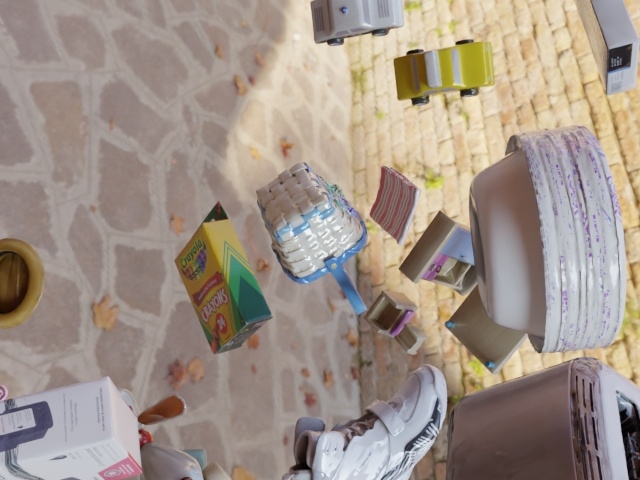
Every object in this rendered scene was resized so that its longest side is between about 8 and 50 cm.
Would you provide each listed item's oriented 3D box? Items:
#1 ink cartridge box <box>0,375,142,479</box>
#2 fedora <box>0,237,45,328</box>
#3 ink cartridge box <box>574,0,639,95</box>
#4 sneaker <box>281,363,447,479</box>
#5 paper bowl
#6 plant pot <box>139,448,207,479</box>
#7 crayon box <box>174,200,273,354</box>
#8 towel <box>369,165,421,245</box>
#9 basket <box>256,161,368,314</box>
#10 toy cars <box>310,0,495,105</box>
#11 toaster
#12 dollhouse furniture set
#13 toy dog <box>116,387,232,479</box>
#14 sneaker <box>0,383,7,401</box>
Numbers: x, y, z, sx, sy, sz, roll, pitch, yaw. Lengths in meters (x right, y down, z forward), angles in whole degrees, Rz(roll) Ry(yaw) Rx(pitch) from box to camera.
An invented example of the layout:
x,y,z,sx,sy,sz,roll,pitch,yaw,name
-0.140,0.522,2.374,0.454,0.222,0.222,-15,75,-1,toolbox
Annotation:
x,y,z,sx,sy,sz,roll,pitch,yaw,name
-0.397,0.295,1.060,0.172,0.237,0.100,87,-10,-57,ink cartridge box
-0.666,0.094,1.595,0.079,0.195,0.194,40,35,-79,fedora
0.559,-0.474,1.480,0.165,0.065,0.332,48,32,-60,ink cartridge box
0.086,0.368,1.414,0.210,0.137,0.365,37,79,-20,sneaker
0.274,0.002,0.940,0.284,0.148,0.284,-8,90,-83,paper bowl
-0.358,0.646,1.803,0.234,0.166,0.165,-131,-134,-70,plant pot
-0.250,0.091,1.781,0.081,0.202,0.318,-13,69,-37,crayon box
0.173,-0.087,1.763,0.029,0.144,0.197,7,19,-21,towel
0.000,0.000,1.573,0.289,0.201,0.254,63,-3,-40,basket
0.134,-0.368,1.356,0.394,0.176,0.087,38,20,17,toy cars
0.177,0.192,0.530,0.129,0.146,0.227,35,41,-18,toaster
0.301,0.139,1.359,0.198,0.286,0.303,17,22,-49,dollhouse furniture set
-0.305,0.393,1.347,0.220,0.334,0.161,-57,164,-35,toy dog
-0.677,0.311,1.444,0.119,0.057,0.047,-15,90,-24,sneaker
